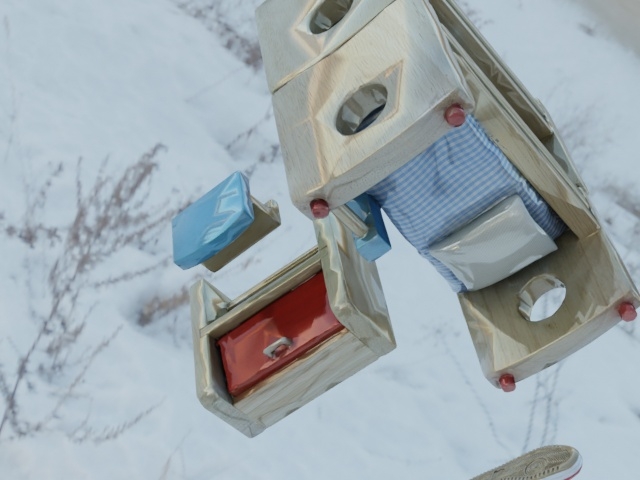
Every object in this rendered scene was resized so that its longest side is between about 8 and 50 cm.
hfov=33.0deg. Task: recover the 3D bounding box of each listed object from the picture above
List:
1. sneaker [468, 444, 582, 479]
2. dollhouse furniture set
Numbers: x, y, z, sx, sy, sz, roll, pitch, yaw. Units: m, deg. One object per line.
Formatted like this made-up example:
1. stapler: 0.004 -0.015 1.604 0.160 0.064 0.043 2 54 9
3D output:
1. sneaker: 0.159 0.200 0.813 0.067 0.118 0.042 54 36 -6
2. dollhouse furniture set: 0.000 0.000 0.425 0.129 0.183 0.129 41 23 -35
